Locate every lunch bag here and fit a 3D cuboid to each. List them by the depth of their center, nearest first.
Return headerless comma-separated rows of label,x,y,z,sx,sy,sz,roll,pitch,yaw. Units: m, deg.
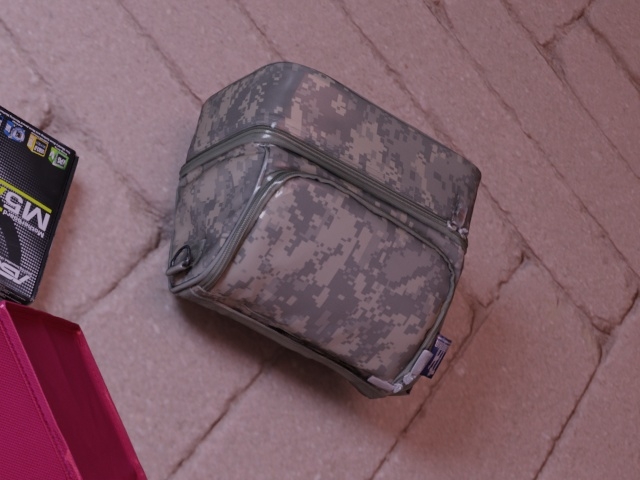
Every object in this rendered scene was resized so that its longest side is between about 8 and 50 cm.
lunch bag,0.000,0.000,1.548,0.305,0.212,0.256,29,64,-28

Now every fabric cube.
fabric cube,-0.256,0.217,1.031,0.254,0.258,0.259,78,-13,-82

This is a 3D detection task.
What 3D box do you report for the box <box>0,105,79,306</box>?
box,-0.329,-0.051,1.368,0.190,0.045,0.184,33,44,-25
